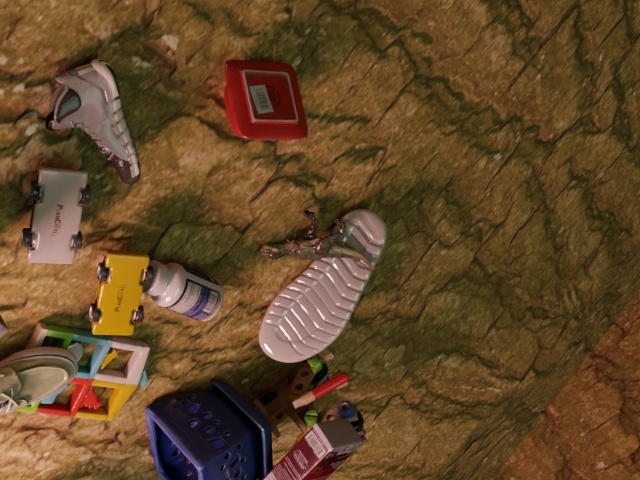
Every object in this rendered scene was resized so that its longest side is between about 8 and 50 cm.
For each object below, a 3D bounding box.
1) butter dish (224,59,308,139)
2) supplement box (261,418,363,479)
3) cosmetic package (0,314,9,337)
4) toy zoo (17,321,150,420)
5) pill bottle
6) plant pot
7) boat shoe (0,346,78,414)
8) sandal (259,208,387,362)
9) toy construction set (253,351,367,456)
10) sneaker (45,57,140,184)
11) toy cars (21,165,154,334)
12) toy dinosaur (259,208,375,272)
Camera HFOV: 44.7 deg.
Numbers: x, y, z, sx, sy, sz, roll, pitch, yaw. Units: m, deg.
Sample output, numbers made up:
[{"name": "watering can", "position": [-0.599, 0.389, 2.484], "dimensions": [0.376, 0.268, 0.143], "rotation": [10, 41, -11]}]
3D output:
[{"name": "butter dish", "position": [-0.123, -0.253, 1.492], "dimensions": [0.160, 0.118, 0.160], "rotation": [-5, 78, -36]}, {"name": "supplement box", "position": [-0.029, 0.509, 1.757], "dimensions": [0.239, 0.073, 0.130], "rotation": [-49, 150, 20]}, {"name": "cosmetic package", "position": [-0.608, 0.099, 1.245], "dimensions": [0.127, 0.238, 0.107], "rotation": [-42, 138, -12]}, {"name": "toy zoo", "position": [-0.480, 0.277, 1.603], "dimensions": [0.293, 0.030, 0.192], "rotation": [20, 103, -43]}, {"name": "pill bottle", "position": [-0.288, 0.100, 1.596], "dimensions": [0.169, 0.094, 0.094], "rotation": [30, 97, -45]}, {"name": "plant pot", "position": [-0.242, 0.474, 1.783], "dimensions": [0.212, 0.236, 0.236], "rotation": [-26, 132, -32]}, {"name": "boat shoe", "position": [-0.598, 0.287, 1.440], "dimensions": [0.302, 0.094, 0.109], "rotation": [-18, 119, -19]}, {"name": "sandal", "position": [0.021, 0.116, 1.837], "dimensions": [0.416, 0.169, 0.102], "rotation": [-51, 176, 0]}, {"name": "toy construction set", "position": [-0.044, 0.407, 1.864], "dimensions": [0.237, 0.257, 0.309], "rotation": [-27, 156, -12]}, {"name": "sneaker", "position": [-0.400, -0.190, 1.341], "dimensions": [0.132, 0.086, 0.229], "rotation": [-21, 118, -20]}, {"name": "toy cars", "position": [-0.430, 0.016, 1.440], "dimensions": [0.176, 0.087, 0.394], "rotation": [-31, 128, -4]}, {"name": "toy dinosaur", "position": [0.000, 0.000, 1.746], "dimensions": [0.268, 0.064, 0.118], "rotation": [6, 110, -9]}]
